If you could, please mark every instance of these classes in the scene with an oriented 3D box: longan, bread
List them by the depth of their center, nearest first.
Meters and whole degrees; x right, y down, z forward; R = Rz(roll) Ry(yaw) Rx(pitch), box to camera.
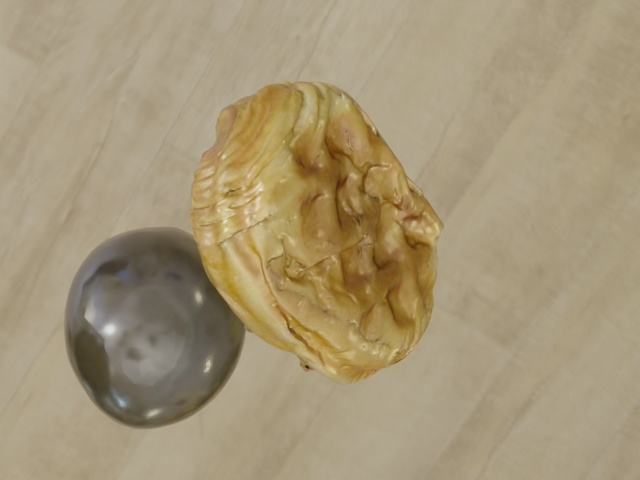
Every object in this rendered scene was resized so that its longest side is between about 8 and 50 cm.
[{"bbox_3d":[0.000,0.000,0.444,0.044,0.083,0.111,-6,143,34],"label":"bread"},{"bbox_3d":[-0.173,0.085,1.396,0.196,0.220,0.196,0,148,0],"label":"longan"}]
